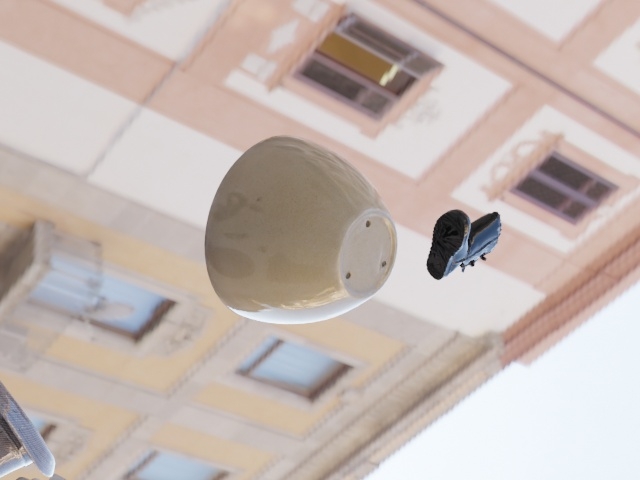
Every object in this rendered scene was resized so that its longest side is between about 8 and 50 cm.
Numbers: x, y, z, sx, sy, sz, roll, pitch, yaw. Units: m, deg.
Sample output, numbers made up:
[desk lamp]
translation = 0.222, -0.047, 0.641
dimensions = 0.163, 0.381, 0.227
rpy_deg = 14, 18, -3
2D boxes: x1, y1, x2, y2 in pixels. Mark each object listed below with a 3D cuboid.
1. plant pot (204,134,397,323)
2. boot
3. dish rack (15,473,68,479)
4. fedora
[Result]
[plant pot]
translation = 0.000, 0.000, 1.747
dimensions = 0.191, 0.284, 0.284
rpy_deg = 15, -97, 40
[boot]
translation = 0.183, -0.008, 1.467
dimensions = 0.045, 0.099, 0.121
rpy_deg = 46, -36, 26
[dish rack]
translation = -0.210, 0.388, 1.384
dimensions = 0.333, 0.285, 0.072
rpy_deg = 22, -121, 23
[fedora]
translation = -0.469, 0.241, 1.612
dimensions = 0.124, 0.243, 0.275
rpy_deg = -36, -155, -16
